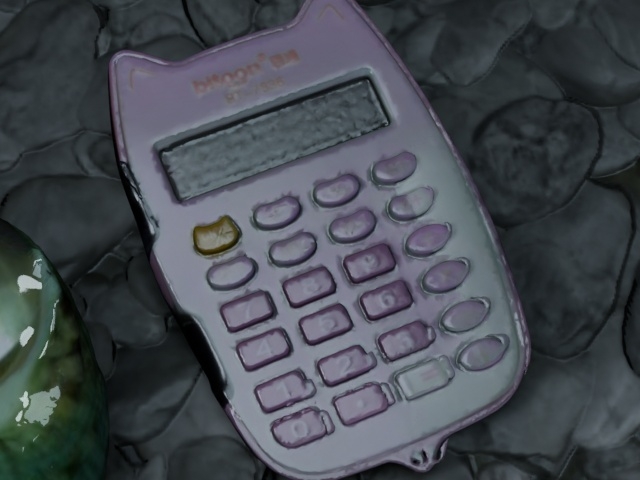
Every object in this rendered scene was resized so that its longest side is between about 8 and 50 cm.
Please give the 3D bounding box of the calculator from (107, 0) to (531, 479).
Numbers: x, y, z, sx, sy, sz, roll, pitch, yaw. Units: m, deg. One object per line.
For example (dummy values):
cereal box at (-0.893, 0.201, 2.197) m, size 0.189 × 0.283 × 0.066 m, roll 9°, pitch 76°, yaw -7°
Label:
calculator at (-0.001, 0.001, 0.936) m, size 0.194 × 0.043 × 0.294 m, roll -21°, pitch 75°, yaw -14°

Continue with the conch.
conch at (-0.190, 0.099, 0.832) m, size 0.176 × 0.122 × 0.188 m, roll 45°, pitch 69°, yaw 7°
